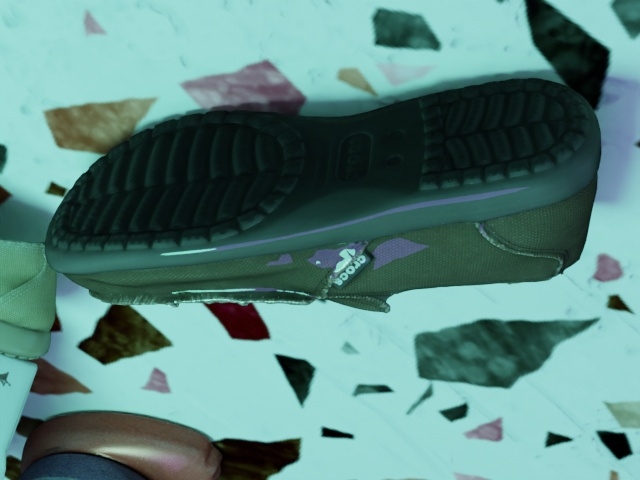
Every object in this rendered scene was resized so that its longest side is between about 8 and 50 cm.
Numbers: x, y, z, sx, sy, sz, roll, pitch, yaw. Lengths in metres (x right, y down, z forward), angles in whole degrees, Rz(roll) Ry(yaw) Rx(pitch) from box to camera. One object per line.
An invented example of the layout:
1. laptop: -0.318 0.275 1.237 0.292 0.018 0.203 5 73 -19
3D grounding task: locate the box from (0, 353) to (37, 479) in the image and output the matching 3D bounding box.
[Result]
1. box: -0.328 0.147 1.216 0.182 0.181 0.119 23 164 -19

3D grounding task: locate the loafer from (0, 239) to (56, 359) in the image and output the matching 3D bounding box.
1. loafer: -0.302 -0.002 1.154 0.268 0.092 0.102 24 173 -17

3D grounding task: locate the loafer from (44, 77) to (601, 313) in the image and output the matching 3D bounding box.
1. loafer: 0.000 0.000 1.042 0.366 0.134 0.130 -5 132 21

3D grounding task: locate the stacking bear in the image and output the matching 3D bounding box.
1. stacking bear: -0.197 0.289 1.276 0.164 0.289 0.175 17 136 0
